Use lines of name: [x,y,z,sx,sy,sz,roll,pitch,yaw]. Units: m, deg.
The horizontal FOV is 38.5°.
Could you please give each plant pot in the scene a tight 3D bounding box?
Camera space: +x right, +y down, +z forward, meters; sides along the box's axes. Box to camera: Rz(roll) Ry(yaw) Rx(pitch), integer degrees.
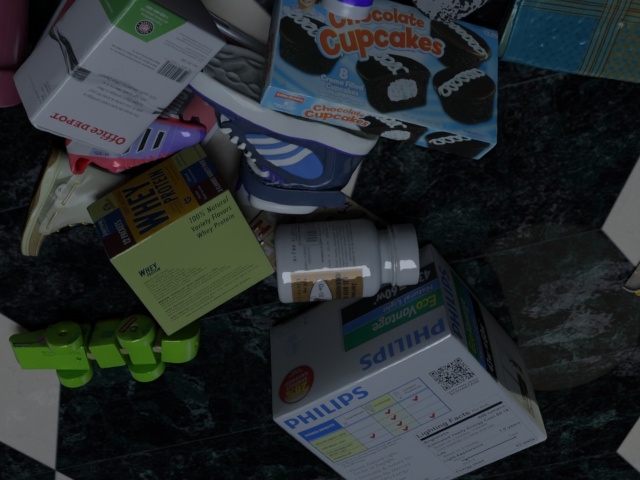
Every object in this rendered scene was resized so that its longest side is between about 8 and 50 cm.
plant pot: [-0.458,-0.292,1.174,0.201,0.201,0.180,16,111,-17]

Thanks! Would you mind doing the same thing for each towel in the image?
towel: [0.451,-0.347,1.290,0.371,0.040,0.271,6,129,-11]

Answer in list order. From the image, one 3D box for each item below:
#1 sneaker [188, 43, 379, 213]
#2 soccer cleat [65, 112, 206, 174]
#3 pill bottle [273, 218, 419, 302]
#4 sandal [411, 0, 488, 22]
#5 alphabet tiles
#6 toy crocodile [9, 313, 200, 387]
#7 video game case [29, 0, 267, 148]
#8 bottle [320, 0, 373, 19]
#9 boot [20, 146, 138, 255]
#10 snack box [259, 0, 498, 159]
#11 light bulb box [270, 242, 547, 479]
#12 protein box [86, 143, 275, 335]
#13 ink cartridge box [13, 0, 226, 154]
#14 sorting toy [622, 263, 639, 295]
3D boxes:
sneaker: [-0.097,-0.134,1.345,0.323,0.130,0.236,18,133,-31]
soccer cleat: [-0.266,-0.137,1.314,0.248,0.083,0.095,5,93,29]
pill bottle: [0.041,0.031,1.502,0.230,0.131,0.131,-4,130,-2]
sandal: [0.226,-0.454,1.113,0.168,0.107,0.445,28,127,-7]
alphabet tiles: [0.000,0.000,1.565,0.237,0.009,0.198,31,121,-28]
toy crocodile: [-0.384,0.184,1.641,0.341,0.105,0.115,-5,131,5]
video game case: [-0.242,-0.264,1.311,0.285,0.025,0.204,28,123,-25]
bottle: [0.068,-0.416,1.131,0.092,0.118,0.282,9,123,-14]
boot: [-0.379,-0.039,1.459,0.165,0.077,0.213,16,127,-21]
snack box: [0.087,-0.238,1.253,0.322,0.187,0.060,12,156,-14]
light bulb box: [0.153,0.255,1.649,0.358,0.225,0.361,-29,127,19]
protein box: [-0.212,-0.001,1.411,0.200,0.136,0.201,-31,137,-5]
ink cartridge box: [-0.256,-0.228,1.159,0.219,0.092,0.160,-42,149,20]
sorting toy: [0.603,0.066,1.656,0.075,0.044,0.083,-2,133,-28]
